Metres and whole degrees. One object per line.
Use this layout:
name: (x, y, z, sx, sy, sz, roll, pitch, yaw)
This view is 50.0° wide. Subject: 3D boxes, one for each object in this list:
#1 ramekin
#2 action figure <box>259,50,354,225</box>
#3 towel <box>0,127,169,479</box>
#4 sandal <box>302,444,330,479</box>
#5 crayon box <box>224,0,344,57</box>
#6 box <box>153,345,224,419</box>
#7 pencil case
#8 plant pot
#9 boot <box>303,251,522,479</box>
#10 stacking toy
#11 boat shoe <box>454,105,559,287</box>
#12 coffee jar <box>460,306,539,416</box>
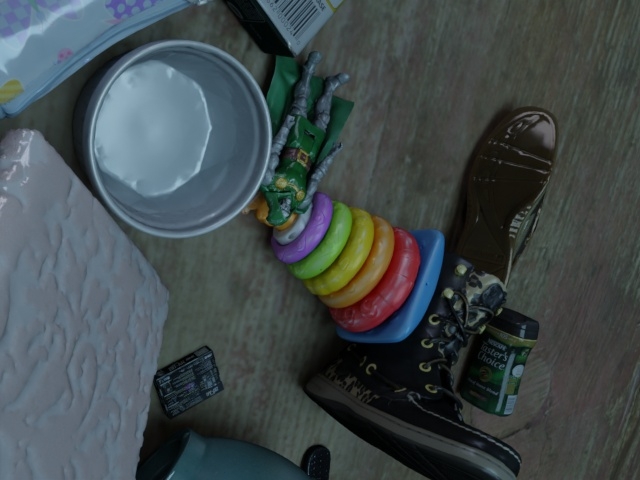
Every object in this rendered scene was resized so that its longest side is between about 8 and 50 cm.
ramekin: (-0.167, -0.113, 0.748, 0.207, 0.109, 0.207, -13, 112, -33)
action figure: (-0.024, -0.118, 0.832, 0.137, 0.063, 0.232, 28, 62, -27)
towel: (-0.243, 0.121, 0.631, 0.317, 0.053, 0.332, 69, 21, -58)
sandal: (-0.019, 0.414, 1.092, 0.067, 0.040, 0.179, 12, 84, -44)
crayon box: (-0.003, -0.397, 0.790, 0.318, 0.081, 0.202, -50, 128, -12)
box: (-0.174, 0.187, 0.904, 0.083, 0.018, 0.067, -27, 120, -27)
pencil case: (-0.228, -0.228, 0.652, 0.273, 0.113, 0.124, -37, 104, -18)
plant pot: (-0.151, 0.358, 0.838, 0.196, 0.293, 0.293, 46, 75, -10)
boot: (0.162, 0.161, 0.933, 0.138, 0.377, 0.284, 46, 71, -23)
stacking toy: (0.000, 0.000, 0.901, 0.302, 0.165, 0.175, 34, 67, -28)
boat shoe: (0.306, -0.049, 1.140, 0.123, 0.123, 0.342, 12, 93, -69)
coffee jar: (0.324, 0.215, 1.239, 0.079, 0.096, 0.184, 11, 98, -42)
